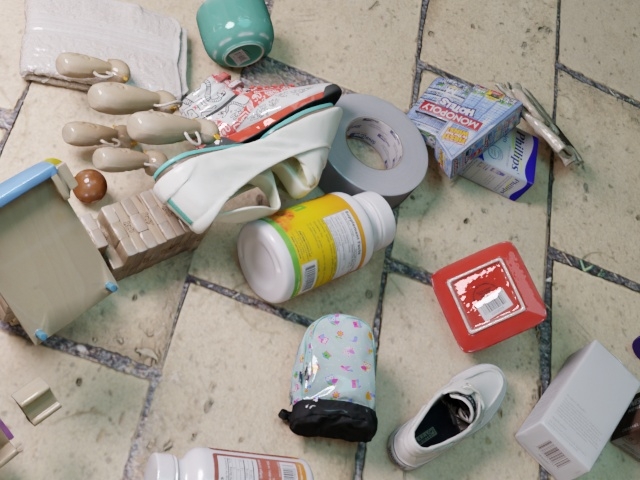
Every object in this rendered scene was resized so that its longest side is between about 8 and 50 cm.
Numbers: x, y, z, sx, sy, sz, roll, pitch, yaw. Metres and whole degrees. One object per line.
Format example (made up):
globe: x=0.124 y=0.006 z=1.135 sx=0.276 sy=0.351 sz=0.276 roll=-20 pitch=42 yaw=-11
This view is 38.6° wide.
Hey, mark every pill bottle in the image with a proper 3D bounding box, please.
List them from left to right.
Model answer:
pill bottle: x=-0.127 y=0.345 z=1.238 sx=0.216 sy=0.121 sz=0.121 roll=12 pitch=58 yaw=-19
pill bottle: x=0.000 y=0.000 z=1.489 sx=0.246 sy=0.136 sz=0.136 roll=-21 pitch=73 yaw=-34

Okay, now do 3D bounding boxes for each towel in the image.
towel: x=-0.363 y=-0.329 z=1.558 sx=0.282 sy=0.049 sz=0.187 roll=7 pitch=59 yaw=-22

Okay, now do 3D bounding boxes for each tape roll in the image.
tape roll: x=0.083 y=-0.158 z=1.662 sx=0.219 sy=0.072 sz=0.219 roll=12 pitch=58 yaw=-19

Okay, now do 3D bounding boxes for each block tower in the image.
block tower: x=-0.329 y=0.013 z=1.349 sx=0.335 sy=0.091 sz=0.097 roll=-23 pitch=75 yaw=-35

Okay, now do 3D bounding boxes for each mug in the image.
mug: x=-0.137 y=-0.372 z=1.642 sx=0.158 sy=0.129 sz=0.097 roll=-6 pitch=68 yaw=-29

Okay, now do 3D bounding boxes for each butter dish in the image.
butter dish: x=0.296 y=0.107 z=1.592 sx=0.160 sy=0.118 sz=0.160 roll=-25 pitch=68 yaw=9

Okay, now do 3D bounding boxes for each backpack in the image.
backpack: x=0.025 y=0.206 z=1.397 sx=0.152 sy=0.115 sz=0.182 roll=13 pitch=55 yaw=-16

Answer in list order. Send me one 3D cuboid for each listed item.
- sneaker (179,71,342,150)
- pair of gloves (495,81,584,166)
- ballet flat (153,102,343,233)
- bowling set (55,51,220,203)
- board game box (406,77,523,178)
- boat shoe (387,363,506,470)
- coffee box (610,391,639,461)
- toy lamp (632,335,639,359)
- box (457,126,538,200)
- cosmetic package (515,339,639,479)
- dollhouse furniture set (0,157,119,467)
sneaker: x=-0.108 y=-0.243 z=1.568 sx=0.270 sy=0.090 sz=0.145 roll=-29 pitch=74 yaw=-12
pair of gloves: x=0.444 y=-0.231 z=1.839 sx=0.204 sy=0.042 sz=0.240 roll=56 pitch=20 yaw=16
ballet flat: x=-0.085 y=-0.106 z=1.444 sx=0.400 sy=0.139 sz=0.139 roll=-27 pitch=76 yaw=-44
bowling set: x=-0.309 y=-0.160 z=1.434 sx=0.154 sy=0.200 sz=0.287 roll=-3 pitch=36 yaw=-47
board game box: x=0.250 y=-0.216 z=1.729 sx=0.194 sy=0.060 sz=0.194 roll=26 pitch=60 yaw=22
boat shoe: x=0.220 y=0.271 z=1.469 sx=0.267 sy=0.088 sz=0.096 roll=-24 pitch=74 yaw=-34
coffee box: x=0.656 y=0.363 z=1.597 sx=0.246 sy=0.141 sz=0.098 roll=35 pitch=53 yaw=-5
toy lamp: x=0.699 y=0.136 z=1.792 sx=0.080 sy=0.080 sz=0.275 roll=47 pitch=55 yaw=5
box: x=0.350 y=-0.167 z=1.797 sx=0.137 sy=0.072 sz=0.126 roll=24 pitch=55 yaw=-13
cosmetic package: x=0.445 y=0.291 z=1.573 sx=0.117 sy=0.085 sz=0.231 roll=46 pitch=51 yaw=4
dollhouse furniture set: x=-0.404 y=0.075 z=1.176 sx=0.303 sy=0.198 sz=0.286 roll=-38 pitch=119 yaw=-22
